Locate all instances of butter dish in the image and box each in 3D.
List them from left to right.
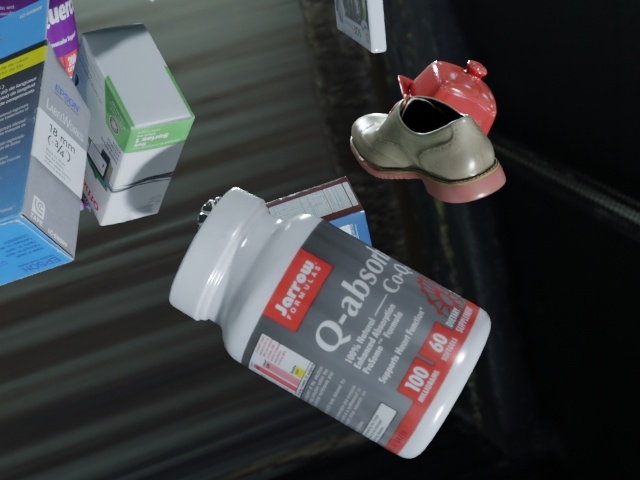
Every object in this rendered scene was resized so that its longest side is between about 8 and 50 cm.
[{"bbox_3d":[0.218,-0.230,1.799,0.118,0.160,0.160,-55,-160,25],"label":"butter dish"}]

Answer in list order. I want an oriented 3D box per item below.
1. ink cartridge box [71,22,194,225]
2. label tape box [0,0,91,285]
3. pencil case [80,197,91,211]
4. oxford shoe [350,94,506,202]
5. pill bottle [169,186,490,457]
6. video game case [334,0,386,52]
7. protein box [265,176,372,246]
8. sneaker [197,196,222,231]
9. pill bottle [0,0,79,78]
[{"bbox_3d":[-0.257,-0.145,1.478,0.160,0.092,0.219,60,-34,22],"label":"ink cartridge box"},{"bbox_3d":[-0.404,-0.103,1.379,0.106,0.240,0.334,47,33,-48],"label":"label tape box"},{"bbox_3d":[-0.428,-0.033,1.527,0.104,0.236,0.104,61,-5,10],"label":"pencil case"},{"bbox_3d":[0.140,-0.158,1.639,0.348,0.123,0.130,25,-41,58],"label":"oxford shoe"},{"bbox_3d":[0.009,0.096,1.421,0.363,0.210,0.210,29,-24,5],"label":"pill bottle"},{"bbox_3d":[0.039,-0.332,1.357,0.173,0.022,0.190,-124,-154,-66],"label":"video game case"},{"bbox_3d":[0.000,0.000,2.542,0.136,0.201,0.200,-114,-173,-49],"label":"protein box"},{"bbox_3d":[-0.154,0.010,1.928,0.071,0.068,0.170,35,32,-78],"label":"sneaker"},{"bbox_3d":[-0.476,-0.382,1.757,0.181,0.181,0.323,-132,-147,-55],"label":"pill bottle"}]
